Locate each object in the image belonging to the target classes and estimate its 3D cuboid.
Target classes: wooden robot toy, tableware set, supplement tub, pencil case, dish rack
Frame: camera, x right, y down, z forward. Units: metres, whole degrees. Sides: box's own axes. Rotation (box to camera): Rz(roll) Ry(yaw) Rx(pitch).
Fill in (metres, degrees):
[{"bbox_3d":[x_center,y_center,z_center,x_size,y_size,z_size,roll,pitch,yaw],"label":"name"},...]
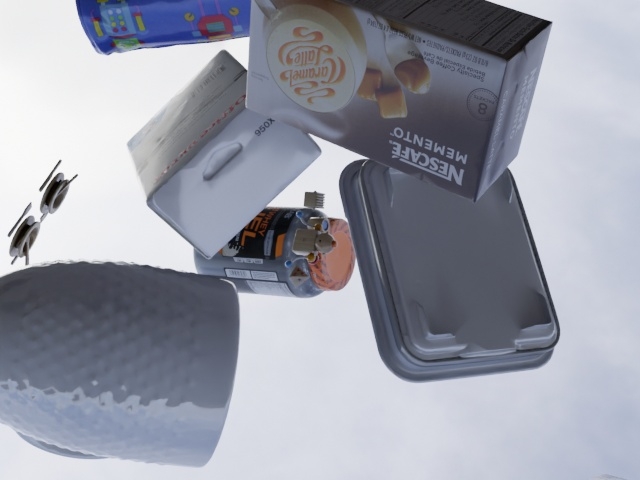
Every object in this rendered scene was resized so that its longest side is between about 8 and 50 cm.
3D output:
[{"bbox_3d":[0.000,0.000,1.655,0.079,0.076,0.173,2,-110,32],"label":"wooden robot toy"},{"bbox_3d":[-0.518,-0.043,1.789,0.039,0.128,0.194,26,-121,0],"label":"tableware set"},{"bbox_3d":[-0.096,0.022,2.033,0.316,0.193,0.193,3,-144,30],"label":"supplement tub"},{"bbox_3d":[-0.123,-0.295,1.088,0.306,0.119,0.133,-8,-107,6],"label":"pencil case"},{"bbox_3d":[0.190,0.019,1.317,0.286,0.072,0.332,-2,-112,-25],"label":"dish rack"}]

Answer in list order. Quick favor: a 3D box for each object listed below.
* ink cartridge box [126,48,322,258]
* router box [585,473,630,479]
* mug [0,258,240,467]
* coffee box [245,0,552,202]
[{"bbox_3d":[-0.194,-0.174,1.785,0.285,0.166,0.395,-44,-154,3],"label":"ink cartridge box"},{"bbox_3d":[0.505,0.496,1.420,0.081,0.242,0.309,-13,179,-17],"label":"router box"},{"bbox_3d":[-0.324,0.195,1.367,0.328,0.374,0.276,11,-138,-17],"label":"mug"},{"bbox_3d":[0.061,-0.154,0.854,0.247,0.141,0.098,26,-138,22],"label":"coffee box"}]
